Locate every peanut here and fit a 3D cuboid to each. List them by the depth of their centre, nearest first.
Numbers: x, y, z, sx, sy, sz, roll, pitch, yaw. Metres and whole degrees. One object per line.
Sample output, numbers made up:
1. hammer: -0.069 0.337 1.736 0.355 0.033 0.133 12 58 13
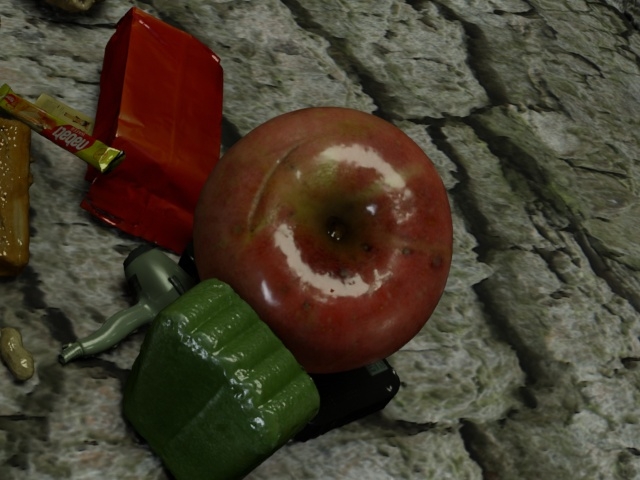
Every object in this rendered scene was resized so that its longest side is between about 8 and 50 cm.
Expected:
1. peanut: -0.394 0.146 1.533 0.037 0.037 0.083 -8 57 -39

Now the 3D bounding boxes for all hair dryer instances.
1. hair dryer: -0.217 0.139 1.645 0.219 0.088 0.225 34 52 -5

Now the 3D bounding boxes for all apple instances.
1. apple: 0.000 0.000 1.624 0.364 0.364 0.364 19 41 -18

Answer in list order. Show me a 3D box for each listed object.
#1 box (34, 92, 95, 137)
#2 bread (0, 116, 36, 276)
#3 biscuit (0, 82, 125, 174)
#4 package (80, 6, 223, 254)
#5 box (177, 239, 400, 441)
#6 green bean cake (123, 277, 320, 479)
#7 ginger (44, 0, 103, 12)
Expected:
1. box: -0.390 -0.176 1.877 0.149 0.020 0.073 28 39 -7
2. bread: -0.466 -0.065 1.668 0.139 0.077 0.271 14 44 -28
3. biscuit: -0.397 -0.166 1.768 0.292 0.026 0.048 28 66 32
4. package: -0.259 -0.190 1.882 0.196 0.123 0.423 25 44 -25
5. box: -0.049 0.126 1.775 0.211 0.058 0.350 -15 60 -44
6. green bean cake: -0.138 0.194 1.500 0.222 0.248 0.125 47 43 5
7. ginger: -0.472 -0.478 2.057 0.270 0.123 0.219 -13 54 -30
